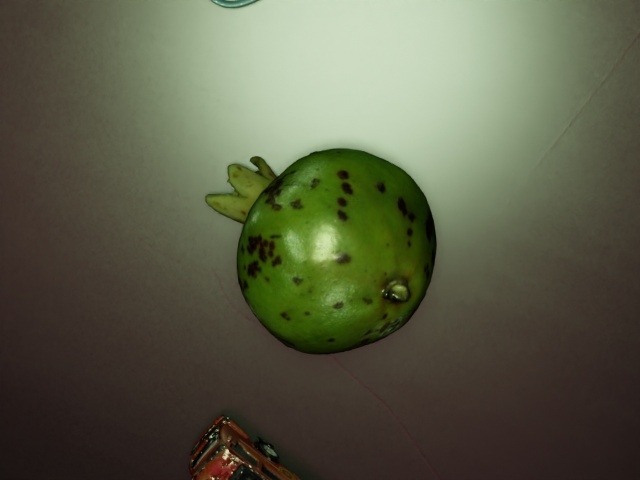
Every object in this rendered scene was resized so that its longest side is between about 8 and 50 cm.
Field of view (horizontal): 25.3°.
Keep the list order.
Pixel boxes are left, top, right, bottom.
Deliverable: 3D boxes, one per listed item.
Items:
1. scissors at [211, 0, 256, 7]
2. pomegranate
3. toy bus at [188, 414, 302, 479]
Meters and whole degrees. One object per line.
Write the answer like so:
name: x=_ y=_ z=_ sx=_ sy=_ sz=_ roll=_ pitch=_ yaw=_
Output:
scissors: x=-0.002 y=-0.309 z=1.464 sx=0.256 sy=0.030 sz=0.125 roll=-4 pitch=98 yaw=4
pomegranate: x=0.000 y=0.000 z=1.433 sx=0.263 sy=0.211 sz=0.211 roll=36 pitch=98 yaw=39
toy bus: x=-0.034 y=0.283 z=1.502 sx=0.235 sy=0.096 sz=0.073 roll=38 pitch=94 yaw=-4
